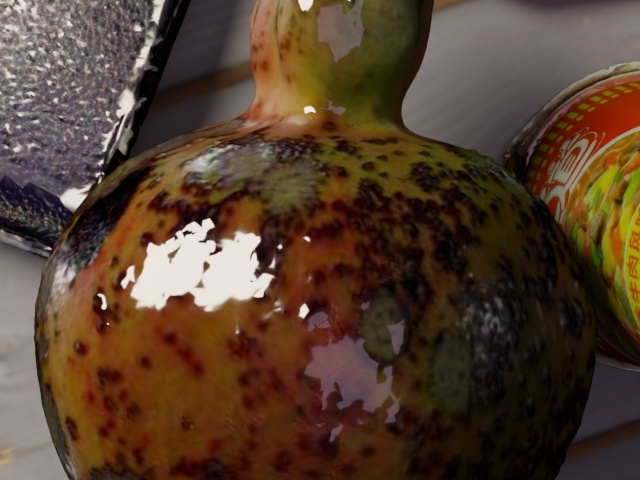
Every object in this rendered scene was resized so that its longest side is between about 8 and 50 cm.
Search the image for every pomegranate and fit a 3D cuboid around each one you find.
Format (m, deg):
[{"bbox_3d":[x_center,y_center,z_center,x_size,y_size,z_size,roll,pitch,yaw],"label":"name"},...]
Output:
[{"bbox_3d":[0.000,0.000,0.682,0.285,0.285,0.341,3,98,-4],"label":"pomegranate"}]

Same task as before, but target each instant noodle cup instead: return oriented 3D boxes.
[{"bbox_3d":[0.203,0.000,0.725,0.193,0.212,0.193,0,97,-3],"label":"instant noodle cup"}]

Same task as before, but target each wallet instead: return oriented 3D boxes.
[{"bbox_3d":[-0.184,-0.142,0.760,0.221,0.071,0.262,21,92,-2],"label":"wallet"}]
